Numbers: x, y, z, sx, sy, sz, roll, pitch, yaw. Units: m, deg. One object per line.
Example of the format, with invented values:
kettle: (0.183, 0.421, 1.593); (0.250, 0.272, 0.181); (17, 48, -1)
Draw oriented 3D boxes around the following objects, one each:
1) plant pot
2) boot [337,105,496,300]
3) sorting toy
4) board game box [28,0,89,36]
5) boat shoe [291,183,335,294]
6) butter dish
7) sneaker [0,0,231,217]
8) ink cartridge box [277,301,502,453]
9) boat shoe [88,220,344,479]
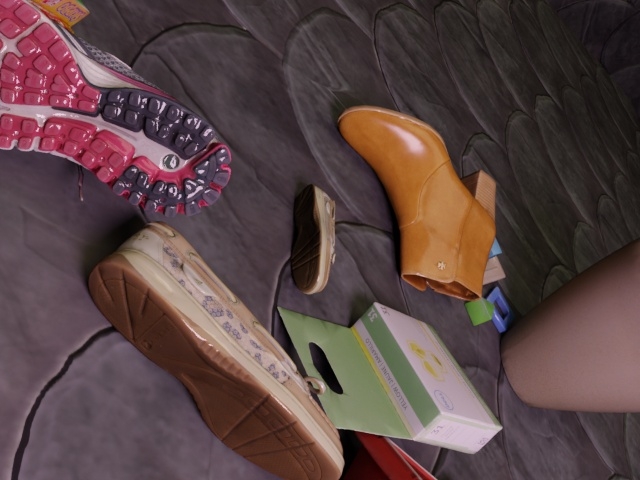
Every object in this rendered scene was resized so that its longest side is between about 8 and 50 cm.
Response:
plant pot: (0.425, 0.157, 1.023); (0.257, 0.274, 0.256); (31, 45, -36)
boot: (0.134, -0.047, 0.967); (0.295, 0.104, 0.211); (27, 61, -19)
sorting toy: (0.239, -0.015, 1.110); (0.196, 0.047, 0.347); (-7, 72, -52)
board game box: (-0.302, -0.301, 0.609); (0.259, 0.039, 0.124); (57, 1, -8)
boat shoe: (-0.001, 0.001, 0.801); (0.048, 0.056, 0.153); (27, 40, -31)
butter dish: (0.074, 0.282, 0.656); (0.160, 0.118, 0.160); (44, -5, -20)
sneaker: (-0.222, -0.118, 0.583); (0.299, 0.120, 0.112); (33, 7, -19)
ink cartridge box: (0.079, 0.142, 0.749); (0.235, 0.056, 0.171); (26, 23, -40)
boat shoe: (-0.073, 0.103, 0.599); (0.285, 0.105, 0.089); (50, 39, -13)
